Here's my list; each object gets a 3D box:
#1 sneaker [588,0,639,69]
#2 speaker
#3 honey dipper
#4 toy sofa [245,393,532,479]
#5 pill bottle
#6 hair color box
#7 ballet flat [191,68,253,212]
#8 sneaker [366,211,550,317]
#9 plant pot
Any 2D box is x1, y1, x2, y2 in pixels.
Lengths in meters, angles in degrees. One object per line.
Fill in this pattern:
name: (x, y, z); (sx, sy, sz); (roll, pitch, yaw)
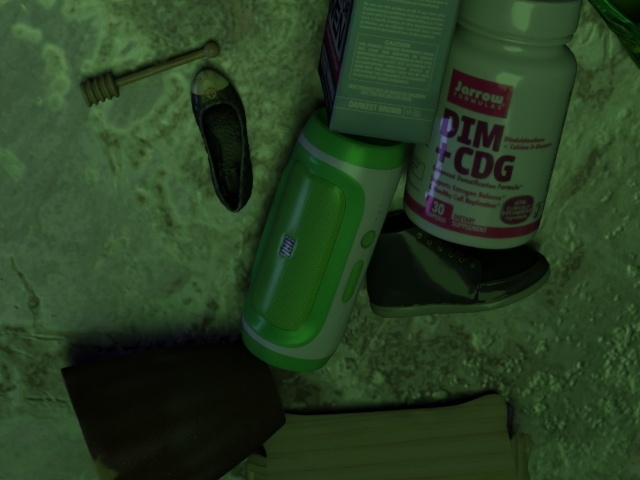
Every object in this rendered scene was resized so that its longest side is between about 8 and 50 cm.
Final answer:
sneaker: (0.374, -0.237, 1.543); (0.295, 0.123, 0.109); (36, 108, -21)
speaker: (0.000, 0.000, 1.623); (0.131, 0.131, 0.296); (13, 115, -12)
honey dipper: (-0.188, -0.188, 1.570); (0.160, 0.030, 0.030); (-18, 117, 0)
toy sofa: (0.088, 0.321, 1.803); (0.362, 0.177, 0.150); (-5, 142, -3)
pill bottle: (0.192, -0.148, 1.550); (0.160, 0.160, 0.283); (5, 116, -8)
hair color box: (0.087, -0.310, 1.444); (0.113, 0.185, 0.374); (8, 116, -8)
ballet flat: (-0.107, -0.114, 1.601); (0.057, 0.049, 0.173); (-14, 117, 1)
sneaker: (0.161, 0.019, 1.675); (0.222, 0.083, 0.118); (-10, 117, 1)
plant pot: (-0.166, 0.215, 1.691); (0.230, 0.215, 0.215); (-20, 118, -10)
